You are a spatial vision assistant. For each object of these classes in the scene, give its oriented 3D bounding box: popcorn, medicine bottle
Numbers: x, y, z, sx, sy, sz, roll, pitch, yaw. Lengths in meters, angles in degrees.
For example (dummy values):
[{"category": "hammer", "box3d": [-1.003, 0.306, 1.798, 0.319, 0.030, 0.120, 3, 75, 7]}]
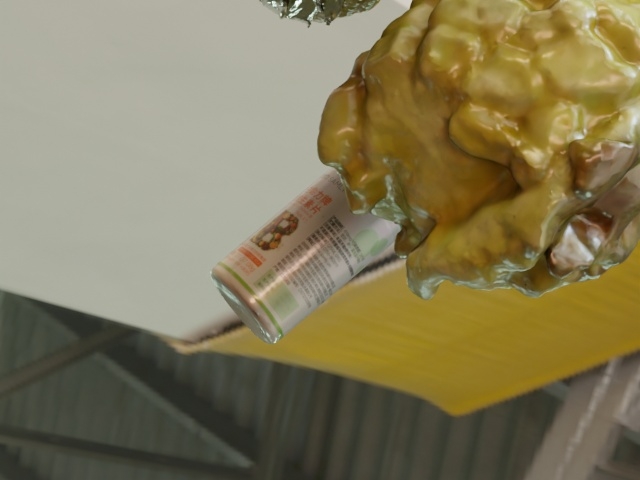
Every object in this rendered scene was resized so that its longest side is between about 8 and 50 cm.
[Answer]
[{"category": "popcorn", "box3d": [0.140, -0.075, 1.155, 0.237, 0.293, 0.293, 35, -80, 16]}, {"category": "medicine bottle", "box3d": [0.000, 0.000, 1.329, 0.183, 0.086, 0.086, -41, -131, -12]}]

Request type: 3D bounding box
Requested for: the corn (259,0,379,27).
[{"category": "corn", "box3d": [0.008, -0.239, 1.256, 0.123, 0.305, 0.122, -21, -85, -7]}]
